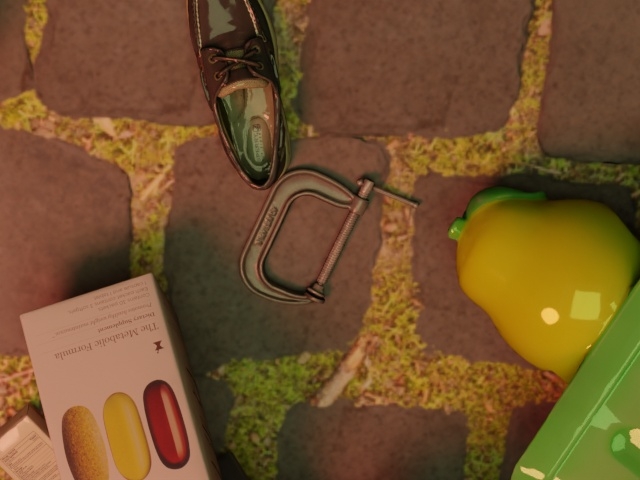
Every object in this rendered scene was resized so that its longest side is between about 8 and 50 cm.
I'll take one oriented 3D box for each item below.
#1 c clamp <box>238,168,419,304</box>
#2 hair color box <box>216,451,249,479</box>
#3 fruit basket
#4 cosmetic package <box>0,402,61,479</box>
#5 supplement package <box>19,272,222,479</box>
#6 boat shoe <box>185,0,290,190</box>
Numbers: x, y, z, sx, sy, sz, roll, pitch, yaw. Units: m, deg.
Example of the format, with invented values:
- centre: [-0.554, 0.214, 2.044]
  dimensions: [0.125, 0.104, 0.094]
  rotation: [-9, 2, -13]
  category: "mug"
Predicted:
- centre: [0.000, 0.000, 1.937]
  dimensions: [0.137, 0.022, 0.161]
  rotation: [29, 101, -12]
  category: "c clamp"
- centre: [-0.074, 0.425, 1.986]
  dimensions: [0.185, 0.113, 0.374]
  rotation: [-30, 107, -6]
  category: "hair color box"
- centre: [0.305, 0.086, 1.906]
  dimensions: [0.392, 0.283, 0.392]
  rotation: [-6, 79, 30]
  category: "fruit basket"
- centre: [-0.275, 0.225, 1.965]
  dimensions: [0.060, 0.041, 0.115]
  rotation: [-39, 105, 7]
  category: "cosmetic package"
- centre: [-0.178, 0.179, 1.851]
  dimensions: [0.139, 0.134, 0.244]
  rotation: [-18, 68, 0]
  category: "supplement package"
- centre: [-0.073, -0.154, 1.861]
  dimensions: [0.080, 0.073, 0.224]
  rotation: [-13, 106, -1]
  category: "boat shoe"
